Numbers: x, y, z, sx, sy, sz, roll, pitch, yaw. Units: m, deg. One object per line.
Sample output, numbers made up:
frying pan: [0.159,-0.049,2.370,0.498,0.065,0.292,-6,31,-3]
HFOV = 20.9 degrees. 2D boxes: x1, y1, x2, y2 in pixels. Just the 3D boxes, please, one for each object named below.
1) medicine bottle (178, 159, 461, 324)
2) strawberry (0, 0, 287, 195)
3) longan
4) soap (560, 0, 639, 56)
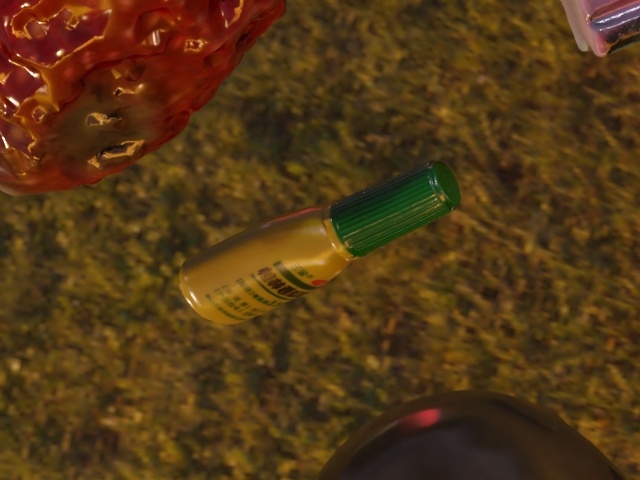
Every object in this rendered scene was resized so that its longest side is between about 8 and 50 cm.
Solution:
medicine bottle: [0.000,0.000,1.483,0.260,0.095,0.064,-25,54,26]
strawberry: [-0.121,-0.206,0.838,0.292,0.292,0.310,-3,58,46]
longan: [0.124,0.275,1.451,0.319,0.319,0.319,-18,65,42]
soap: [0.424,-0.359,1.982,0.324,0.193,0.109,-22,12,1]
